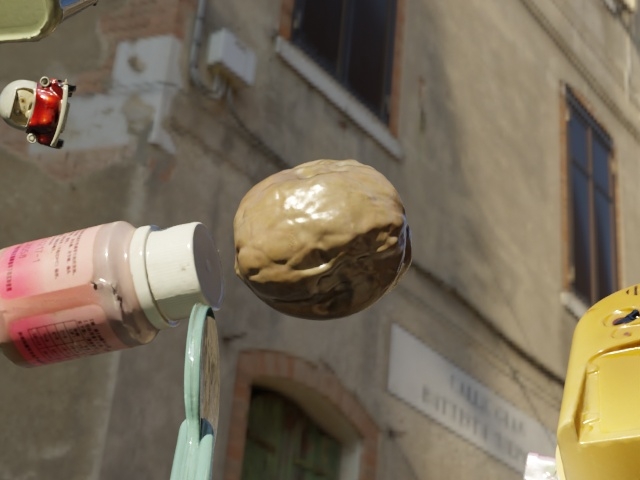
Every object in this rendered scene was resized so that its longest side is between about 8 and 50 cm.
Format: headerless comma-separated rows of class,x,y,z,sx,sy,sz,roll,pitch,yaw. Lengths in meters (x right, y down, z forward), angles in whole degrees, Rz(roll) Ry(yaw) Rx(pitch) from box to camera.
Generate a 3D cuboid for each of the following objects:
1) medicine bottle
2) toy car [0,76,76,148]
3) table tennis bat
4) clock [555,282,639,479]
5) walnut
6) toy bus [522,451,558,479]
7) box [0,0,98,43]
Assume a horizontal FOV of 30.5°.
medicine bottle,-0.237,0.054,1.293,0.247,0.147,0.147,-12,-30,11
toy car,-0.456,-0.212,1.871,0.112,0.112,0.139,12,8,-17
table tennis bat,-0.113,0.163,1.096,0.038,0.237,0.149,0,-51,1
clock,0.356,0.157,1.154,0.244,0.317,0.200,-8,-64,18
walnut,0.000,0.000,1.704,0.273,0.227,0.273,-15,5,1
toy bus,0.289,0.413,1.482,0.112,0.274,0.090,5,-28,20
box,-0.405,-0.305,1.383,0.274,0.178,0.138,1,-70,13
